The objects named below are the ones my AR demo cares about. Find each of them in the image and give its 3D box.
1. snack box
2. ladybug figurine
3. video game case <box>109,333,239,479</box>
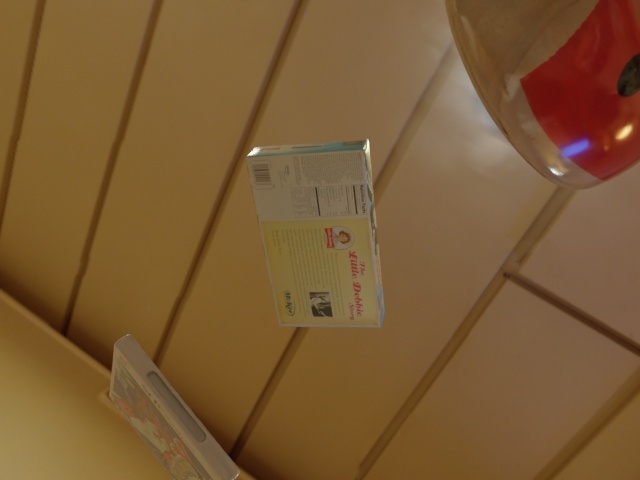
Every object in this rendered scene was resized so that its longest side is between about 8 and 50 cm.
[{"bbox_3d":[0.000,0.000,0.882,0.187,0.060,0.321,-1,-64,14],"label":"snack box"},{"bbox_3d":[0.320,-0.232,0.650,0.162,0.450,0.304,-9,-115,44],"label":"ladybug figurine"},{"bbox_3d":[-0.178,0.216,0.606,0.183,0.023,0.201,47,-36,10],"label":"video game case"}]
